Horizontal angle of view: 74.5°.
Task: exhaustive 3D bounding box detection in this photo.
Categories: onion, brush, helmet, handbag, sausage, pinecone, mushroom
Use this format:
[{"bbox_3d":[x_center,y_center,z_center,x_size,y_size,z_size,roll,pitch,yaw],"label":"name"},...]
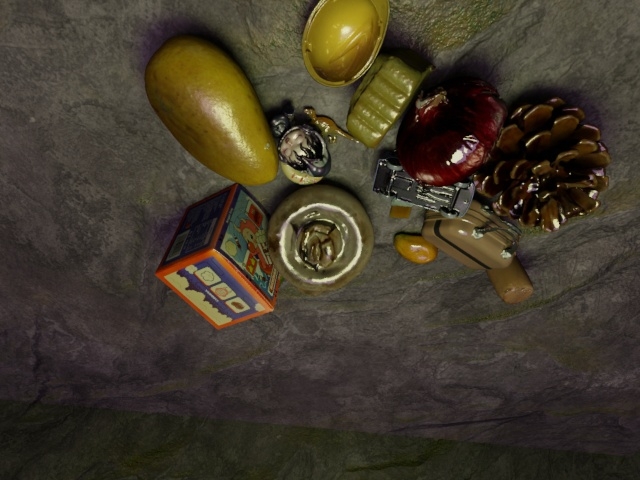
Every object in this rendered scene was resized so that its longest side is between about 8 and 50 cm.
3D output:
[{"bbox_3d":[0.328,-0.291,1.107,0.232,0.314,0.314,25,130,-36],"label":"onion"},{"bbox_3d":[0.297,-0.205,1.385,0.085,0.020,0.337,7,132,-1],"label":"brush"},{"bbox_3d":[0.080,-0.508,1.058,0.205,0.140,0.257,42,118,10],"label":"helmet"},{"bbox_3d":[0.514,-0.022,1.377,0.301,0.149,0.283,32,161,-21],"label":"handbag"},{"bbox_3d":[0.654,0.114,1.487,0.123,0.253,0.123,1,127,1],"label":"sausage"},{"bbox_3d":[0.598,-0.187,1.151,0.383,0.385,0.385,2,132,3],"label":"pinecone"},{"bbox_3d":[0.000,0.000,1.382,0.361,0.295,0.363,0,103,1],"label":"mushroom"}]

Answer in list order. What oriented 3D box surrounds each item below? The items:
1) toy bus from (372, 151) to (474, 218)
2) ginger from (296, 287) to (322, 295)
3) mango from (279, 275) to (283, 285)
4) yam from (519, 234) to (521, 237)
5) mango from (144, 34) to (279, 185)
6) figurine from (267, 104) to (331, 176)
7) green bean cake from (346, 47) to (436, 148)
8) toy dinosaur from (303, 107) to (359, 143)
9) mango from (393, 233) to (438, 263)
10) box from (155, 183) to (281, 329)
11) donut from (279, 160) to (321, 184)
[{"bbox_3d":[0.317,-0.177,1.291,0.292,0.133,0.126,18,126,12],"label":"toy bus"},{"bbox_3d":[0.026,0.127,1.635,0.275,0.130,0.221,-14,140,15],"label":"ginger"},{"bbox_3d":[-0.222,0.159,1.669,0.156,0.114,0.251,15,143,-33],"label":"mango"},{"bbox_3d":[0.678,-0.031,1.513,0.107,0.014,0.014,22,129,-15],"label":"yam"},{"bbox_3d":[-0.276,-0.337,1.157,0.445,0.221,0.301,45,137,-20],"label":"mango"},{"bbox_3d":[-0.060,-0.274,1.251,0.222,0.145,0.145,51,124,6],"label":"figurine"},{"bbox_3d":[0.173,-0.377,1.099,0.124,0.236,0.233,36,126,1],"label":"green bean cake"},{"bbox_3d":[0.033,-0.345,1.272,0.161,0.039,0.126,-4,129,7],"label":"toy dinosaur"},{"bbox_3d":[0.348,0.031,1.545,0.164,0.089,0.115,5,130,4],"label":"mango"},{"bbox_3d":[-0.313,0.051,1.443,0.256,0.349,0.319,-22,125,22],"label":"box"},{"bbox_3d":[-0.052,-0.227,1.363,0.165,0.065,0.108,5,132,1],"label":"donut"}]
